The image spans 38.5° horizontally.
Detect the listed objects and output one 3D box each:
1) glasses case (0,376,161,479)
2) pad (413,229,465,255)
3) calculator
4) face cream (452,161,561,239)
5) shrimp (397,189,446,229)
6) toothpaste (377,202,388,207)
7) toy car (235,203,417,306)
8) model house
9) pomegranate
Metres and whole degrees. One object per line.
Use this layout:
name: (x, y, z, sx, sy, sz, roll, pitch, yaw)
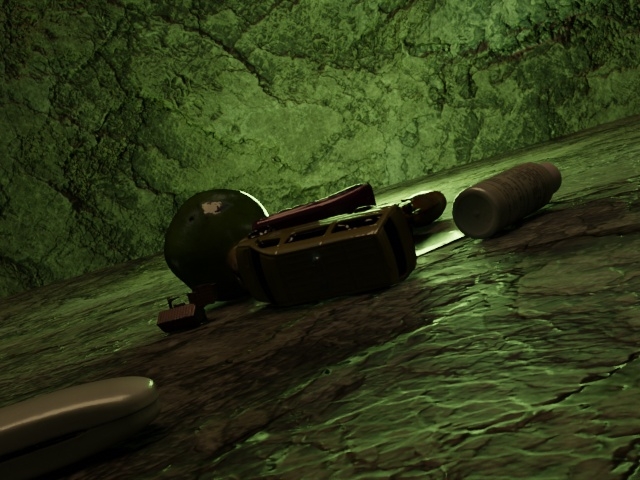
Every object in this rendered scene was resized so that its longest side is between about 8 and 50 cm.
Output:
glasses case: (-0.247, 0.166, 0.758, 0.234, 0.059, 0.092, -18, 4, -13)
pad: (0.076, 0.025, 1.520, 0.248, 0.007, 0.368, -19, 6, -31)
calculator: (0.000, 0.000, 1.353, 0.191, 0.126, 0.034, -20, 29, -9)
face cream: (0.298, -0.070, 1.415, 0.082, 0.081, 0.269, -12, 6, 39)
shrimp: (0.150, -0.046, 1.715, 0.152, 0.062, 0.287, -17, 2, 21)
toothpaste: (-0.008, -0.001, 1.716, 0.323, 0.066, 0.100, -21, -25, -35)
toy car: (-0.007, 0.028, 1.228, 0.257, 0.101, 0.124, -13, 14, 25)
model house: (-0.190, 0.097, 1.320, 0.083, 0.057, 0.058, -13, 1, 16)
pomegranate: (-0.143, 0.016, 1.452, 0.187, 0.186, 0.225, -19, 26, -22)
